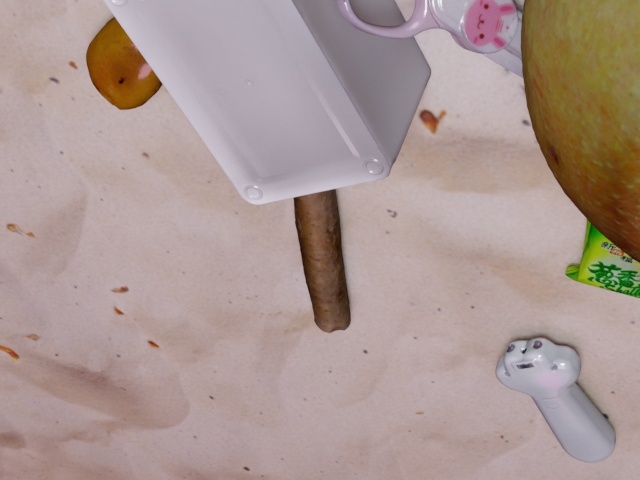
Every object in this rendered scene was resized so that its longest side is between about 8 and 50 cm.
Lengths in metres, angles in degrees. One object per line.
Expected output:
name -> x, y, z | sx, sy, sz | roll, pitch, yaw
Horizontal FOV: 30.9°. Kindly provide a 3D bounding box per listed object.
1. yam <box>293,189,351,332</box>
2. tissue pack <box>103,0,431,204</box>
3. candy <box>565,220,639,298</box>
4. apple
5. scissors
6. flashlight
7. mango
yam -> 0.000, 0.000, 1.189 | 0.046, 0.046, 0.264 | 8, 139, 15
tissue pack -> -0.038, -0.169, 0.955 | 0.159, 0.136, 0.246 | -9, 131, 31
candy -> 0.326, 0.025, 1.086 | 0.178, 0.032, 0.102 | 16, 139, 7
apple -> 0.287, -0.113, 0.770 | 0.319, 0.277, 0.319 | 11, 139, 10
scissors -> 0.127, -0.176, 0.925 | 0.242, 0.118, 0.030 | 29, -179, -24
flashlight -> 0.266, 0.174, 1.264 | 0.093, 0.047, 0.200 | -13, 131, 34
mango -> -0.170, -0.170, 1.067 | 0.114, 0.060, 0.080 | -25, 106, 42
